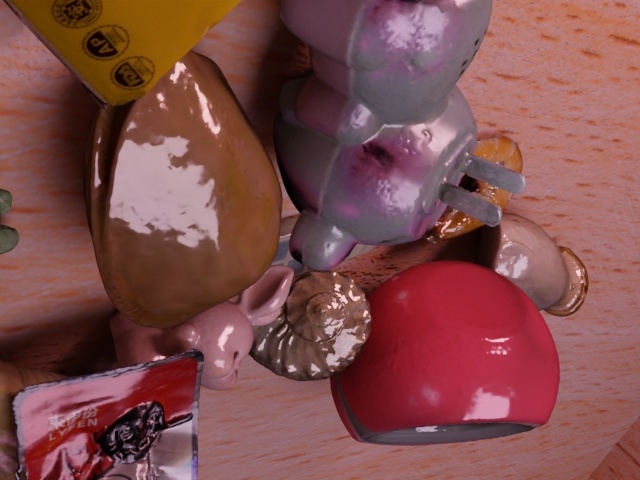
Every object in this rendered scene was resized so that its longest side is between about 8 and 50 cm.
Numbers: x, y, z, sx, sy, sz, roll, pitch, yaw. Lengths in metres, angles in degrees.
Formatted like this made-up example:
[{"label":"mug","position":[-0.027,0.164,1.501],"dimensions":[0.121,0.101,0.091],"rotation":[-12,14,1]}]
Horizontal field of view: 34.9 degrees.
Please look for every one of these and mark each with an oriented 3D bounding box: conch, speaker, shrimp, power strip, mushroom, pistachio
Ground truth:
[{"label":"conch","position":[-0.023,0.103,1.216],"dimensions":[0.155,0.130,0.207],"rotation":[10,167,-8]},{"label":"speaker","position":[0.156,0.168,1.323],"dimensions":[0.294,0.294,0.294],"rotation":[-28,145,-22]},{"label":"shrimp","position":[0.186,-0.068,1.306],"dimensions":[0.187,0.052,0.132],"rotation":[-37,129,-20]},{"label":"power strip","position":[0.000,0.000,1.185],"dimensions":[0.227,0.029,0.080],"rotation":[-17,139,-35]},{"label":"mushroom","position":[0.303,0.041,1.482],"dimensions":[0.128,0.128,0.350],"rotation":[-52,150,12]},{"label":"pistachio","position":[-0.128,-0.042,0.879],"dimensions":[0.260,0.163,0.212],"rotation":[61,44,-55]}]

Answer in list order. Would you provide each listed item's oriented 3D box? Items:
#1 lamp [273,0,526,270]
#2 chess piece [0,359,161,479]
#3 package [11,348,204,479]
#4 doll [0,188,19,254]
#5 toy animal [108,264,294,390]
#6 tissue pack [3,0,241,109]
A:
[{"label":"lamp","position":[0.079,-0.124,0.935],"dimensions":[0.247,0.248,0.301],"rotation":[-51,159,-41]},{"label":"chess piece","position":[-0.284,0.192,1.027],"dimensions":[0.137,0.137,0.301],"rotation":[-47,142,5]},{"label":"package","position":[-0.203,0.244,1.014],"dimensions":[0.194,0.071,0.269],"rotation":[-16,112,-37]},{"label":"doll","position":[-0.303,0.016,0.842],"dimensions":[0.115,0.077,0.150],"rotation":[-10,147,-26]},{"label":"toy animal","position":[-0.113,0.106,1.080],"dimensions":[0.213,0.124,0.124],"rotation":[-21,143,-9]},{"label":"tissue pack","position":[-0.156,-0.237,0.644],"dimensions":[0.192,0.134,0.271],"rotation":[-43,148,-2]}]
